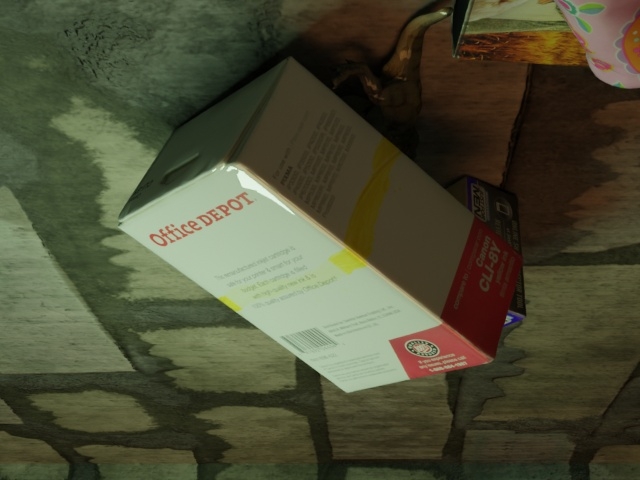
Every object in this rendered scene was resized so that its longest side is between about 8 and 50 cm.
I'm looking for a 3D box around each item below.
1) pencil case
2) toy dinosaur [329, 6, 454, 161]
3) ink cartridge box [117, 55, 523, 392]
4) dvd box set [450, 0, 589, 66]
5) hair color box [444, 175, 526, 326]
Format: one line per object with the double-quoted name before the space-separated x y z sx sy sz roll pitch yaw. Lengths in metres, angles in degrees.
"pencil case" 0.218 -0.237 0.786 0.124 0.124 0.284 -17 146 30
"toy dinosaur" 0.067 -0.170 1.119 0.118 0.064 0.268 -1 148 -4
"ink cartridge box" 0.000 0.000 1.179 0.384 0.160 0.279 38 148 -23
"dvd box set" 0.351 -0.266 0.910 0.420 0.062 0.308 3 152 -4
"hair color box" 0.135 0.068 1.435 0.110 0.185 0.338 20 147 -31
